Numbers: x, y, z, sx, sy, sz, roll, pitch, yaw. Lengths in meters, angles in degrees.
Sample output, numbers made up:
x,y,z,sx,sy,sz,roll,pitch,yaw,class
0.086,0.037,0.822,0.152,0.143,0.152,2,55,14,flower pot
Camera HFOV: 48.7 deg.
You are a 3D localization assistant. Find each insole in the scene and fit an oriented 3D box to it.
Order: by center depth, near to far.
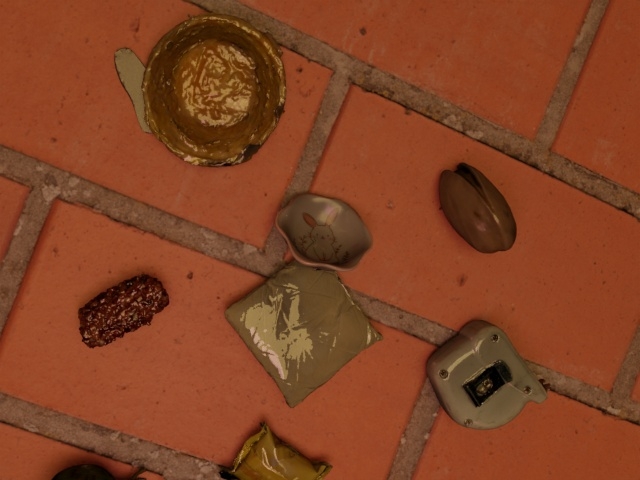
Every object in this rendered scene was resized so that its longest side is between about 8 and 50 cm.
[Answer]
x,y,z,sx,sy,sz,roll,pitch,yaw,class
-0.397,-0.328,1.546,0.063,0.010,0.192,-20,99,-8,insole

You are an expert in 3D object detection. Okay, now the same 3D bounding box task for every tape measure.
x,y,z,sx,sy,sz,roll,pitch,yaw,class
0.396,0.334,1.696,0.246,0.125,0.243,-39,100,-7,tape measure

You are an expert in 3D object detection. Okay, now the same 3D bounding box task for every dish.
x,y,z,sx,sy,sz,roll,pitch,yaw,class
0.000,0.000,1.593,0.229,0.081,0.229,11,48,-13,dish

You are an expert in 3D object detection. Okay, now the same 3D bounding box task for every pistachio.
x,y,z,sx,sy,sz,roll,pitch,yaw,class
0.367,-0.074,1.654,0.138,0.153,0.238,-28,72,-17,pistachio

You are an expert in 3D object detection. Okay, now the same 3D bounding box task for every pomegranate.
x,y,z,sx,sy,sz,roll,pitch,yaw,class
-0.480,0.575,1.516,0.263,0.211,0.211,-20,99,-34,pomegranate

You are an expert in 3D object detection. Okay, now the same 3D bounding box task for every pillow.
x,y,z,sx,sy,sz,roll,pitch,yaw,class
-0.038,0.196,1.627,0.274,0.076,0.280,-37,97,-15,pillow

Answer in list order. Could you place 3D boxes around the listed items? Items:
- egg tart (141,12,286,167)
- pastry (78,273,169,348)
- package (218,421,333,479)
x,y,z,sx,sy,sz,roll,pitch,yaw,class
-0.224,-0.325,1.515,0.341,0.132,0.341,0,92,-12,egg tart
-0.428,0.151,1.533,0.208,0.097,0.115,-32,96,-5,pastry
-0.100,0.534,1.633,0.226,0.090,0.168,37,90,-9,package
